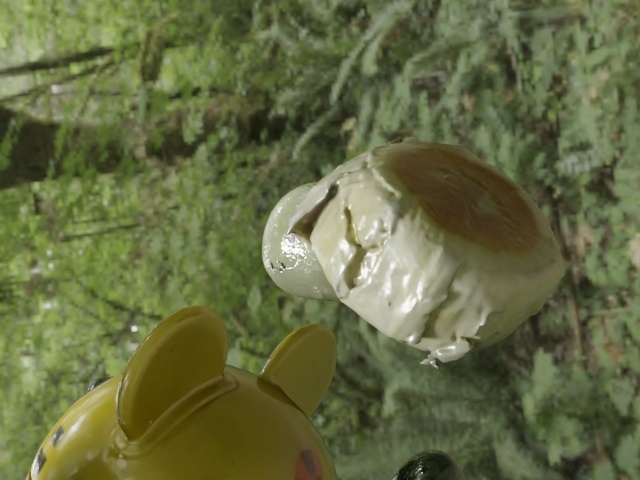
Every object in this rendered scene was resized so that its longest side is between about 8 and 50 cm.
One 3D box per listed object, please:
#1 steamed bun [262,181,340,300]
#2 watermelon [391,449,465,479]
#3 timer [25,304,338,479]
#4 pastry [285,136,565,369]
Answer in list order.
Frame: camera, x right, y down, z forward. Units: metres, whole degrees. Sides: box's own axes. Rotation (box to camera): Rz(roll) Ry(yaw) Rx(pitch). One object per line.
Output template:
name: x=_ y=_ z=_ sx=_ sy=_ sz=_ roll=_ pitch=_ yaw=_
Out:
steamed bun: x=0.000 y=0.000 z=1.001 sx=0.091 sy=0.130 sz=0.112 roll=10 pitch=-90 yaw=-49
watermelon: x=0.108 y=0.275 z=1.143 sx=0.110 sy=0.078 sz=0.078 roll=-59 pitch=9 yaw=10
timer: x=-0.132 y=0.252 z=1.140 sx=0.376 sy=0.376 sz=0.386 roll=-109 pitch=39 yaw=-85
pastry: x=0.068 y=0.000 z=0.661 sx=0.088 sy=0.166 sz=0.165 roll=-59 pitch=23 yaw=30
